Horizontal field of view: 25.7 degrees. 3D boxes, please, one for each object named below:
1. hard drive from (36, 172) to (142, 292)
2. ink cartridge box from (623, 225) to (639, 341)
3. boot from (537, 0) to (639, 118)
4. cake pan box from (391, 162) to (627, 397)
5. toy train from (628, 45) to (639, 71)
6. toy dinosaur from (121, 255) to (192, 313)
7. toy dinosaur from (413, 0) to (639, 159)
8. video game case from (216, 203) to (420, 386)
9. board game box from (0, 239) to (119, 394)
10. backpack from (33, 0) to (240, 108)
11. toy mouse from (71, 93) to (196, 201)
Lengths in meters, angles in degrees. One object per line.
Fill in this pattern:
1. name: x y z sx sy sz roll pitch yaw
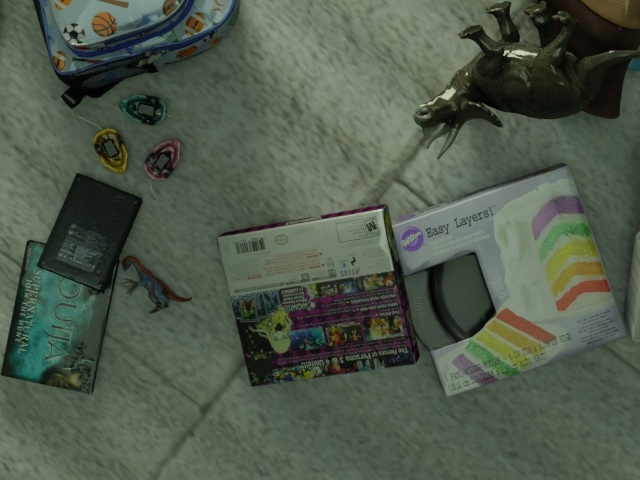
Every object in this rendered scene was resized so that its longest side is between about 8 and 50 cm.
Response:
1. hard drive: -0.303 -0.011 1.849 0.094 0.022 0.135 22 80 -1
2. ink cartridge box: 0.556 0.008 1.803 0.296 0.066 0.261 1 118 0
3. boot: 0.299 -0.285 1.795 0.248 0.090 0.207 32 129 34
4. cake pan box: 0.239 0.053 1.850 0.266 0.070 0.246 -18 93 3
5. toy train: 0.496 -0.273 1.804 0.248 0.105 0.143 11 106 -1
6. toy dinosaur: -0.230 0.056 1.877 0.090 0.047 0.082 -16 86 -31
7. toy dinosaur: 0.269 -0.211 1.764 0.313 0.121 0.160 -4 120 26
8. video game case: -0.003 0.074 1.831 0.232 0.042 0.210 -10 99 17
9. board game box: -0.348 0.103 1.877 0.126 0.026 0.186 12 96 0
10. backpack: -0.232 -0.334 1.753 0.263 0.213 0.277 -15 93 -9
11. toy mouse: -0.224 -0.137 1.850 0.143 0.031 0.161 -31 95 3
